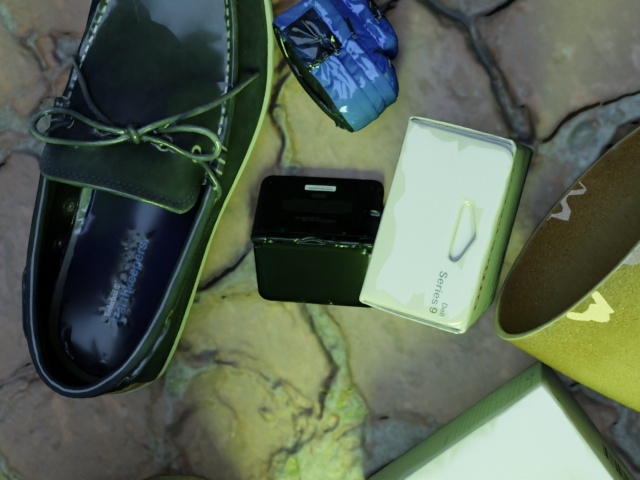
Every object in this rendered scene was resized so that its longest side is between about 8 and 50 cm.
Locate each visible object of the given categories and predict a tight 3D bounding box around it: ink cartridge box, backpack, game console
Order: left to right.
[{"bbox_3d":[0.000,0.000,1.043,0.122,0.071,0.107,3,64,12],"label":"game console"},{"bbox_3d":[0.024,-0.166,0.983,0.101,0.098,0.120,-33,85,9],"label":"backpack"},{"bbox_3d":[0.114,-0.017,0.912,0.093,0.212,0.154,16,97,12],"label":"ink cartridge box"}]

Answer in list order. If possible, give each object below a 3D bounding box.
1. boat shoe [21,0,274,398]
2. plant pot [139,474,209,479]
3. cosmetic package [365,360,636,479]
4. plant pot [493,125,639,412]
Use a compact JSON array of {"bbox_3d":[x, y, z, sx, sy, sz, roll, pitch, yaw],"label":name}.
[{"bbox_3d":[-0.163,-0.080,0.984,0.187,0.156,0.500,16,100,4],"label":"boat shoe"},{"bbox_3d":[-0.173,0.353,0.954,0.334,0.305,0.333,1,94,13],"label":"plant pot"},{"bbox_3d":[0.174,0.266,0.955,0.225,0.138,0.224,-37,85,11],"label":"cosmetic package"},{"bbox_3d":[0.316,0.060,0.884,0.254,0.237,0.237,38,101,-8],"label":"plant pot"}]
